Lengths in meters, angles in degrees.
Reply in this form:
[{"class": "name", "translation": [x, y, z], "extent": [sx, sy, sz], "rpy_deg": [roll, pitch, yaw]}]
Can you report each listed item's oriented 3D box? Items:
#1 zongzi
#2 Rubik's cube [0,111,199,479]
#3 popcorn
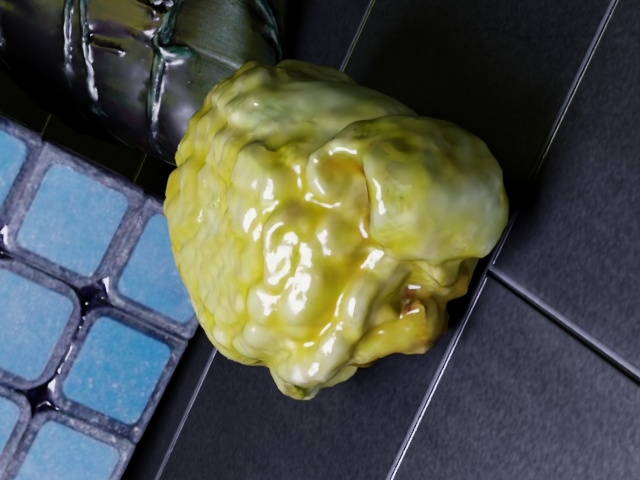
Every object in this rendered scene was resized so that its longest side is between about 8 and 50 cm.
[{"class": "zongzi", "translation": [-0.162, -0.179, 1.696], "extent": [0.384, 0.362, 0.319], "rpy_deg": [8, 74, 24]}, {"class": "Rubik's cube", "translation": [-0.302, 0.046, 1.618], "extent": [0.305, 0.301, 0.304], "rpy_deg": [-64, 25, -1]}, {"class": "popcorn", "translation": [0.000, 0.000, 1.265], "extent": [0.286, 0.174, 0.225], "rpy_deg": [31, 115, 52]}]
